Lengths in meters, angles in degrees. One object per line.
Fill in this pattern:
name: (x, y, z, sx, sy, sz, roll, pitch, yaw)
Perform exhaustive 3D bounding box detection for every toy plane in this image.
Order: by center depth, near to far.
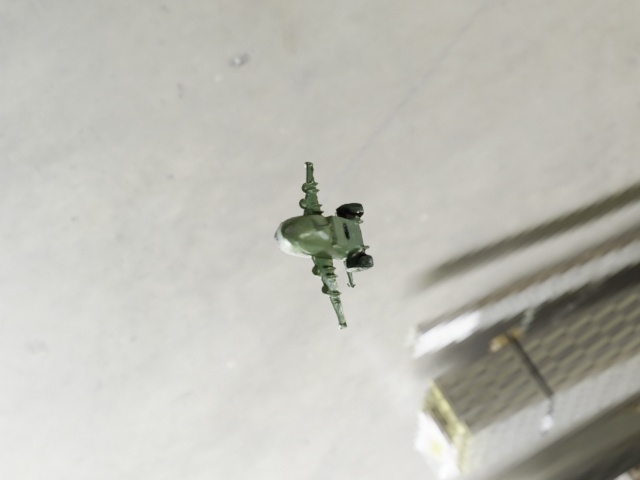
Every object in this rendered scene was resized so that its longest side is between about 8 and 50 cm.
toy plane: (0.003, -0.001, 0.677, 0.033, 0.080, 0.083, -13, 170, 15)
